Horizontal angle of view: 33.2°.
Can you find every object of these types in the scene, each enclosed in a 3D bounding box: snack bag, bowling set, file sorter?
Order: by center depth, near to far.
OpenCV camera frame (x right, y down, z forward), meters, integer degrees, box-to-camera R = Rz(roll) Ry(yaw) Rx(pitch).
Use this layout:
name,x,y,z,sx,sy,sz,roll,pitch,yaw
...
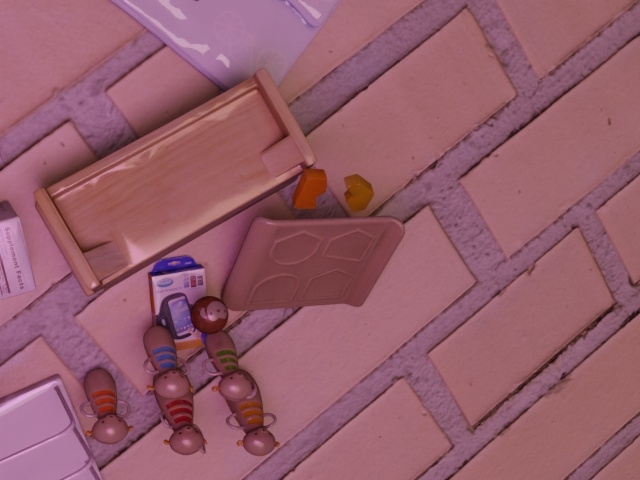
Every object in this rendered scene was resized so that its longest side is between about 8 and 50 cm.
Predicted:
name,x,y,z,sx,sy,sz,roll,pitch,yaw
file sorter,-0.388,0.368,1.478,0.192,0.173,0.278,-23,111,-17
snack bag,-0.109,-0.390,1.480,0.323,0.037,0.343,38,87,-28
bowling set,-0.181,0.192,1.499,0.287,0.154,0.200,1,128,-24

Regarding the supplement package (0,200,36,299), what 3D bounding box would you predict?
name,x,y,z,sx,sy,sz,roll,pitch,yaw
supplement package,-0.473,0.028,1.388,0.179,0.105,0.105,-16,109,-20

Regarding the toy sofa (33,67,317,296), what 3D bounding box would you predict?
name,x,y,z,sx,sy,sz,roll,pitch,yaw
toy sofa,-0.196,-0.077,1.466,0.362,0.177,0.150,-30,91,-9

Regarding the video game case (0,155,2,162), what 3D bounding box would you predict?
name,x,y,z,sx,sy,sz,roll,pitch,yaw
video game case,-0.521,-0.145,1.298,0.210,0.042,0.232,-25,141,-16

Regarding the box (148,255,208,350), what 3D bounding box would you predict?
name,x,y,z,sx,sy,sz,roll,pitch,yaw
box,-0.206,0.093,1.568,0.081,0.028,0.136,-10,109,-21

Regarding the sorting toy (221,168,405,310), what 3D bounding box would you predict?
name,x,y,z,sx,sy,sz,roll,pitch,yaw
sorting toy,0.000,0.000,1.543,0.229,0.041,0.307,1,141,-23
